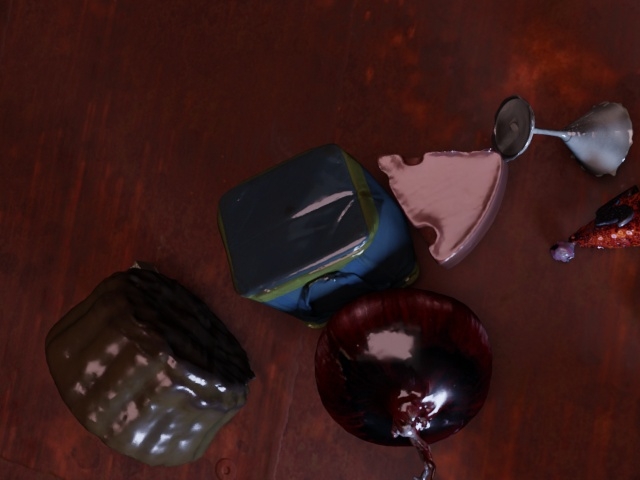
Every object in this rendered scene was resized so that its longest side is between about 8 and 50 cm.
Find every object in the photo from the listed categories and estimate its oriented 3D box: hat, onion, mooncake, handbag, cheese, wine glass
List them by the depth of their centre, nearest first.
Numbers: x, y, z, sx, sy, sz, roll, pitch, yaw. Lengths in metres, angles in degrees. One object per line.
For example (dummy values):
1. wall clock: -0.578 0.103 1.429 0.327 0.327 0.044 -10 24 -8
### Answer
1. onion: 0.125 0.209 1.014 0.273 0.285 0.272 0 122 1
2. wine glass: 0.357 -0.159 1.016 0.183 0.122 0.122 1 82 -24
3. hat: 0.458 -0.026 1.036 0.228 0.129 0.140 -22 35 30
4. handbag: 0.000 0.000 1.076 0.263 0.241 0.222 -28 66 12
5. cheese: 0.196 -0.045 1.093 0.203 0.128 0.176 -1 83 16
6. mooncake: -0.267 0.195 1.113 0.187 0.324 0.324 -47 73 7

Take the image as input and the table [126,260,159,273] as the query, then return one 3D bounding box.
1. table: -0.340 0.094 1.277 0.083 0.062 0.079 -40 73 10
